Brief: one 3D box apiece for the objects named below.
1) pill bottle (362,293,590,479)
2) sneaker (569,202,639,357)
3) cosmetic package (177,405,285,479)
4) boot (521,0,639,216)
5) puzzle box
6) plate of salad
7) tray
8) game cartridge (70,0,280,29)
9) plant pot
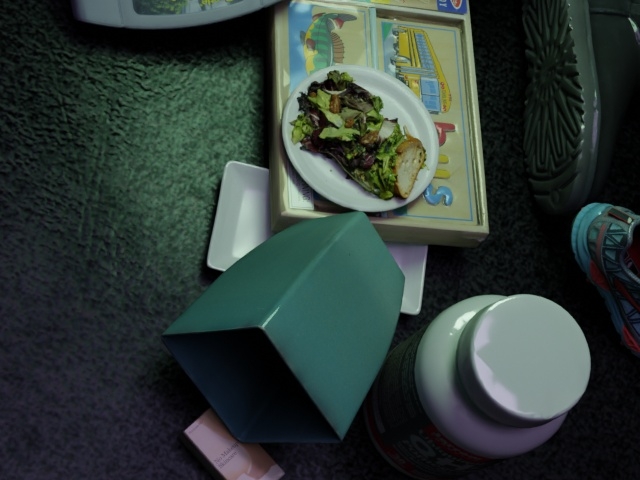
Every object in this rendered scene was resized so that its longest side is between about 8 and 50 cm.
[{"bbox_3d":[0.171,0.161,1.414,0.176,0.318,0.176,4,71,-13],"label":"pill bottle"},{"bbox_3d":[0.417,0.067,1.597,0.104,0.125,0.262,-48,111,-18],"label":"sneaker"},{"bbox_3d":[-0.102,0.244,1.459,0.115,0.041,0.060,46,66,2],"label":"cosmetic package"},{"bbox_3d":[0.502,-0.191,1.737,0.445,0.146,0.367,7,76,-21],"label":"boot"},{"bbox_3d":[0.068,-0.193,1.629,0.272,0.052,0.409,4,66,-16],"label":"puzzle box"},{"bbox_3d":[0.052,-0.129,1.540,0.200,0.048,0.200,6,66,-14],"label":"plate of salad"},{"bbox_3d":[0.000,0.000,1.576,0.270,0.030,0.145,13,70,-12],"label":"tray"},{"bbox_3d":[-0.168,-0.359,1.564,0.294,0.060,0.196,-9,110,-2],"label":"game cartridge"},{"bbox_3d":[-0.018,0.082,1.422,0.165,0.166,0.234,56,50,-23],"label":"plant pot"}]
